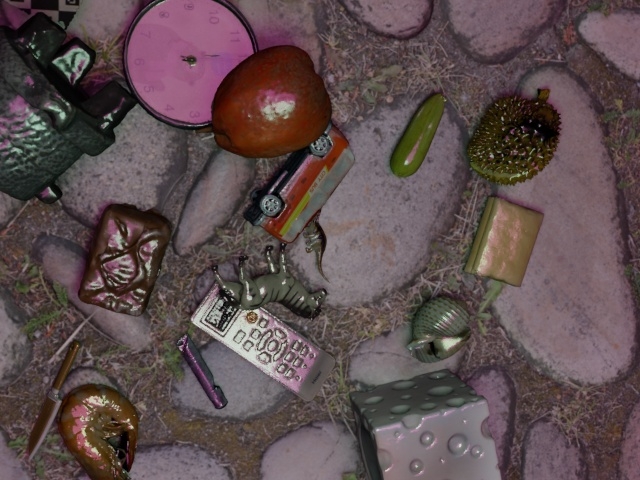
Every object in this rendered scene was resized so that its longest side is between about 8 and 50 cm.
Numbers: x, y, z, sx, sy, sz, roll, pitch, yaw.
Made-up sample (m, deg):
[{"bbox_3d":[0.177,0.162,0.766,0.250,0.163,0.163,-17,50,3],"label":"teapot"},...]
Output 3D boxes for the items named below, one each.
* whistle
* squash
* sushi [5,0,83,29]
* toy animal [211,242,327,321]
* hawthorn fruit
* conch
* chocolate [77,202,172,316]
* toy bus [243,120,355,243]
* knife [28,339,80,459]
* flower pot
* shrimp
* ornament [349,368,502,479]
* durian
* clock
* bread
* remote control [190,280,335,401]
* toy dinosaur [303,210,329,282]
[{"bbox_3d":[-0.248,0.276,1.642,0.033,0.033,0.176,-30,101,-6],"label":"whistle"},{"bbox_3d":[0.210,-0.222,1.656,0.066,0.066,0.201,30,87,-12],"label":"squash"},{"bbox_3d":[-0.556,-0.558,1.490,0.290,0.050,0.264,25,77,-9],"label":"sushi"},{"bbox_3d":[-0.103,0.101,1.618,0.217,0.073,0.176,-16,92,-24],"label":"toy animal"},{"bbox_3d":[-0.113,-0.245,1.484,0.262,0.210,0.210,-29,100,1],"label":"hawthorn fruit"},{"bbox_3d":[0.257,0.187,1.689,0.153,0.102,0.135,-34,119,17],"label":"conch"},{"bbox_3d":[-0.386,0.035,1.561,0.148,0.093,0.214,16,93,-13],"label":"chocolate"},{"bbox_3d":[-0.036,-0.120,1.599,0.120,0.121,0.265,38,88,-20],"label":"toy bus"},{"bbox_3d":[-0.543,0.323,1.589,0.022,0.046,0.256,23,91,-53],"label":"knife"},{"bbox_3d":[-0.505,-0.236,1.408,0.283,0.299,0.299,-42,101,1],"label":"flower pot"},{"bbox_3d":[-0.428,0.424,1.617,0.152,0.063,0.287,-31,99,-17],"label":"shrimp"},{"bbox_3d":[0.215,0.435,1.637,0.240,0.239,0.240,-13,98,-9],"label":"ornament"},{"bbox_3d":[0.434,-0.223,1.657,0.193,0.138,0.237,30,90,-12],"label":"durian"},{"bbox_3d":[-0.255,-0.359,1.561,0.280,0.055,0.280,-1,96,-9],"label":"clock"},{"bbox_3d":[0.404,0.004,1.715,0.139,0.060,0.178,15,93,-11],"label":"bread"},{"bbox_3d":[-0.119,0.212,1.651,0.313,0.055,0.109,36,79,-8],"label":"remote control"},{"bbox_3d":[-0.015,0.001,1.652,0.058,0.037,0.180,-6,96,-5],"label":"toy dinosaur"}]
